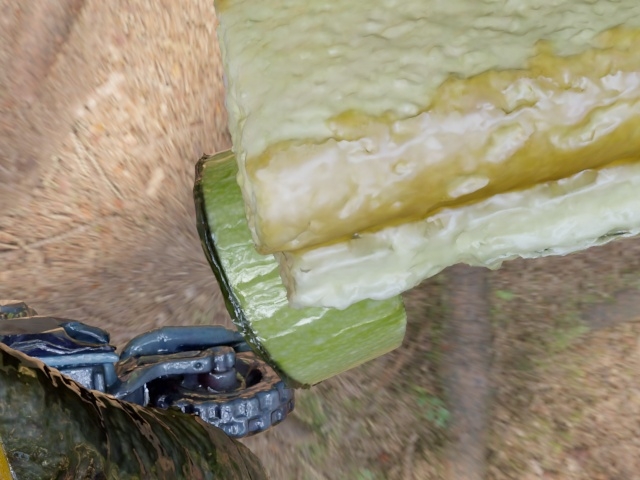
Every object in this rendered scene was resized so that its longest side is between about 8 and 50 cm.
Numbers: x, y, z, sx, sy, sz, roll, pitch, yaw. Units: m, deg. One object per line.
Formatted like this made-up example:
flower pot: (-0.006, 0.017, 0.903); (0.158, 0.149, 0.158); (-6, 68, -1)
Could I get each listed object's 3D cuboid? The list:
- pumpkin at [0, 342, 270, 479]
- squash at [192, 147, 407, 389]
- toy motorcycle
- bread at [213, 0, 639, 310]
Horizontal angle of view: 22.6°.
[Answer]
pumpkin: (-0.084, 0.155, 0.826); (0.163, 0.111, 0.278); (-16, 131, -20)
squash: (-0.006, 0.005, 1.324); (0.133, 0.220, 0.220); (-26, 90, 9)
toy motorcycle: (-0.235, 0.124, 1.400); (0.416, 0.232, 0.172); (-7, 107, -6)
bread: (0.123, -0.106, 0.985); (0.375, 0.236, 0.165); (-16, 133, -1)
